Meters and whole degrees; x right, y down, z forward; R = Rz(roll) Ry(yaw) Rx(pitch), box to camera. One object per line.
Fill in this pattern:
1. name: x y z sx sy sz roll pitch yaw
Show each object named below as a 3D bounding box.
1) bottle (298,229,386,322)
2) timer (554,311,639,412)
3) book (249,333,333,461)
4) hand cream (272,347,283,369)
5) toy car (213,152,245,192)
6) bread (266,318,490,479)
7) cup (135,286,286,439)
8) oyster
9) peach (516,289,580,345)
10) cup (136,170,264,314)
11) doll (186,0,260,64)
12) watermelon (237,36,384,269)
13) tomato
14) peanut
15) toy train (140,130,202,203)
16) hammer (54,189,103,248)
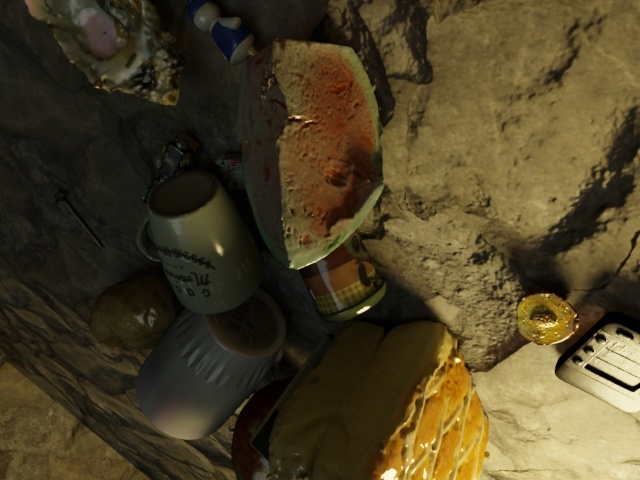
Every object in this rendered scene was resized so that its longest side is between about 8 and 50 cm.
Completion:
1. bottle: 0.000 0.000 0.893 0.156 0.143 0.271 -10 109 60
2. timer: 0.482 0.193 0.835 0.144 0.055 0.187 27 141 12
3. book: -0.003 0.378 1.137 0.201 0.289 0.026 49 148 -14
4. hand cream: -0.129 0.287 1.325 0.084 0.053 0.142 35 153 2
5. toy car: -0.137 -0.127 0.946 0.142 0.055 0.069 10 133 44
6. bread: 0.126 0.400 1.018 0.279 0.390 0.371 3 131 41
7. cup: -0.252 0.277 1.217 0.253 0.253 0.371 39 126 -3
8. oyster: -0.351 -0.360 0.857 0.201 0.107 0.355 -33 94 25
9. peach: 0.359 0.115 0.836 0.098 0.061 0.098 5 111 13
10. cup: -0.259 -0.007 1.011 0.258 0.186 0.234 7 137 21
11. doll: -0.146 -0.314 0.784 0.143 0.058 0.099 41 158 -3
12. watermelon: -0.028 -0.116 0.748 0.223 0.180 0.305 -4 91 20
13. tomato: -0.065 0.491 1.257 0.303 0.303 0.239 62 169 -26
14. peanut: -0.485 0.194 1.376 0.387 0.169 0.192 -16 107 44
15. toy train: -0.291 -0.130 1.029 0.060 0.081 0.202 37 131 -3
16. hammer: -0.628 -0.051 1.362 0.062 0.017 0.182 -5 125 36
